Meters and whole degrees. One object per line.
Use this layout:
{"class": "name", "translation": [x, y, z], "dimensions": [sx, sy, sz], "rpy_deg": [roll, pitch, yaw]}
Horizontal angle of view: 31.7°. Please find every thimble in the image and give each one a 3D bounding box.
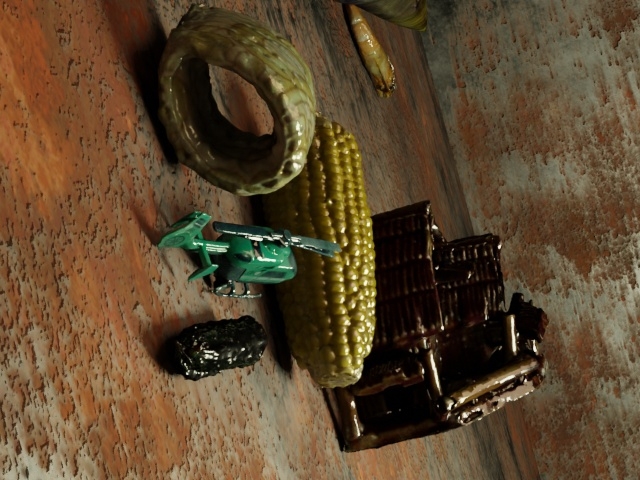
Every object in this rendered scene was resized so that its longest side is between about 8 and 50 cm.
{"class": "thimble", "translation": [-0.084, -0.145, 1.117], "dimensions": [0.190, 0.137, 0.143], "rpy_deg": [59, 18, -16]}

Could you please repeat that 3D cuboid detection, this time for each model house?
{"class": "model house", "translation": [0.147, 0.090, 1.496], "dimensions": [0.297, 0.317, 0.282], "rpy_deg": [-89, 167, -85]}

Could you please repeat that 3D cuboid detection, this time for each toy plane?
{"class": "toy plane", "translation": [-0.076, 0.011, 1.082], "dimensions": [0.235, 0.096, 0.060], "rpy_deg": [10, 62, -55]}

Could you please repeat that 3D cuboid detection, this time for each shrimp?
{"class": "shrimp", "translation": [0.097, -0.389, 2.282], "dimensions": [0.236, 0.053, 0.133], "rpy_deg": [59, 1, -38]}

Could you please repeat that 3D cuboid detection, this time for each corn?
{"class": "corn", "translation": [0.000, 0.000, 1.318], "dimensions": [0.130, 0.130, 0.347], "rpy_deg": [44, 37, -64]}

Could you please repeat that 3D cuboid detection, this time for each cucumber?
{"class": "cucumber", "translation": [-0.093, 0.095, 1.017], "dimensions": [0.181, 0.053, 0.053], "rpy_deg": [4, 71, -73]}

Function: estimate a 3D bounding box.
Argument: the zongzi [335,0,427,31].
{"class": "zongzi", "translation": [0.077, -0.586, 1.999], "dimensions": [0.432, 0.208, 0.403], "rpy_deg": [11, 63, -67]}
